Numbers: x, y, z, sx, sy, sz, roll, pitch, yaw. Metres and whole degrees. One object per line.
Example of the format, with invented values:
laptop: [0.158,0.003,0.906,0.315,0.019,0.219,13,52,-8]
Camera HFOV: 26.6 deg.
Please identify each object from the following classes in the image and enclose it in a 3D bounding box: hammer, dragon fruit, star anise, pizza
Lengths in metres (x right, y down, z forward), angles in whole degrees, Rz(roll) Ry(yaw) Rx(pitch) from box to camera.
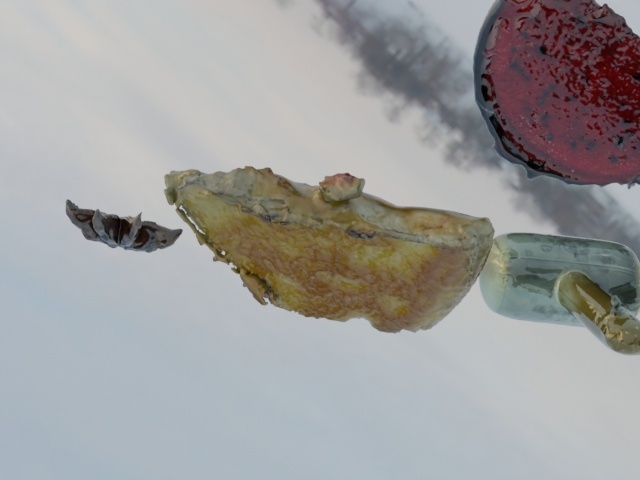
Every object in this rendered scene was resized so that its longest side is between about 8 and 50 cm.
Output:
hammer: [0.305,0.071,1.556,0.201,0.113,0.305,3,-167,-8]
dragon fruit: [0.331,-0.209,1.791,0.343,0.282,0.100,43,-143,-17]
star anise: [-0.228,-0.013,1.525,0.141,0.042,0.141,13,172,2]
pizza: [0.000,0.000,1.232,0.296,0.189,0.071,11,-126,-1]
